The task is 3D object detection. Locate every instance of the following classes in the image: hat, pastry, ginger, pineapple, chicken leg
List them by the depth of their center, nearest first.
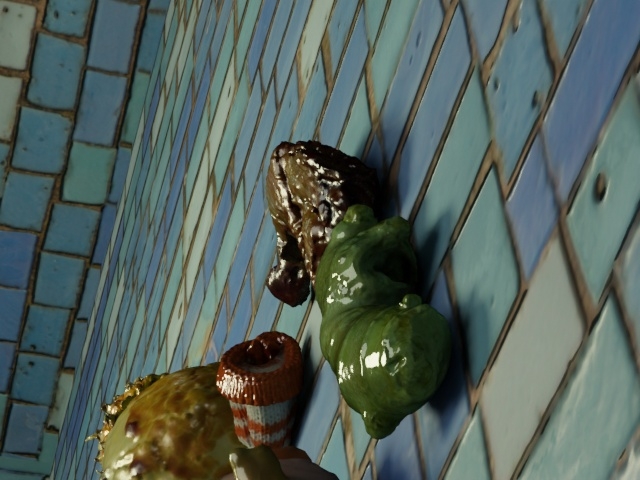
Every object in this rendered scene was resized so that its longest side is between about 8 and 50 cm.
[{"bbox_3d":[0.046,0.058,1.428,0.137,0.089,0.290,-54,18,21],"label":"ginger"},{"bbox_3d":[-0.002,-0.013,1.727,0.322,0.083,0.177,-175,80,-75],"label":"chicken leg"},{"bbox_3d":[-0.060,0.190,1.840,0.112,0.093,0.162,-85,-9,-69],"label":"hat"},{"bbox_3d":[-0.175,0.267,2.055,0.256,0.170,0.237,-112,34,-63],"label":"pastry"},{"bbox_3d":[-0.274,0.286,2.556,0.079,0.135,0.233,128,151,-63],"label":"pineapple"}]

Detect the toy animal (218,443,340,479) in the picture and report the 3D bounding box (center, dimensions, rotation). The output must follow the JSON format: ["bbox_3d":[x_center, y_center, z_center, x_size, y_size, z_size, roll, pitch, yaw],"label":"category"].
[{"bbox_3d":[-0.021,0.263,1.383,0.195,0.169,0.281,62,168,-11],"label":"toy animal"}]
